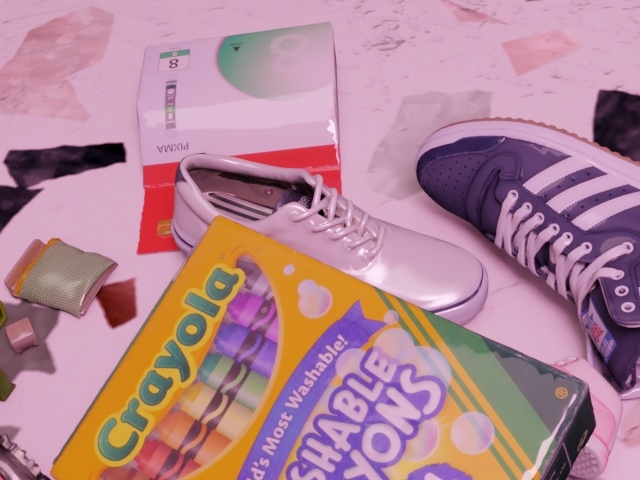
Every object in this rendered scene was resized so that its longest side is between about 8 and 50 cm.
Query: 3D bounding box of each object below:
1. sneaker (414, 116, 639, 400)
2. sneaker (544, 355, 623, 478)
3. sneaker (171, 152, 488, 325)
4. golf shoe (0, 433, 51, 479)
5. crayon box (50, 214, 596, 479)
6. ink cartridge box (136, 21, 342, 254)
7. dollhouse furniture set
[{"bbox_3d":[0.176,0.012,0.726,0.282,0.099,0.153,20,53,21],"label":"sneaker"},{"bbox_3d":[0.138,0.105,0.685,0.134,0.051,0.070,20,48,26],"label":"sneaker"},{"bbox_3d":[0.000,0.000,0.765,0.258,0.091,0.094,13,53,13],"label":"sneaker"},{"bbox_3d":[-0.297,0.137,0.695,0.273,0.105,0.120,32,70,33],"label":"golf shoe"},{"bbox_3d":[-0.021,0.120,0.640,0.322,0.083,0.203,24,73,28],"label":"crayon box"},{"bbox_3d":[-0.073,-0.096,0.894,0.180,0.056,0.225,-6,47,5],"label":"ink cartridge box"},{"bbox_3d":[-0.231,0.045,0.790,0.076,0.059,0.152,14,53,20],"label":"dollhouse furniture set"}]
